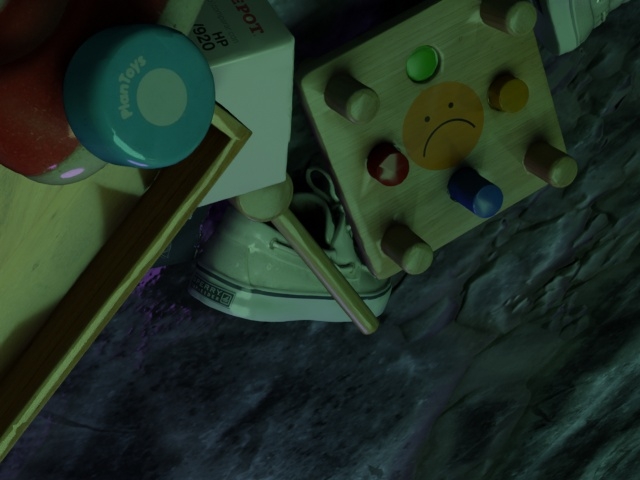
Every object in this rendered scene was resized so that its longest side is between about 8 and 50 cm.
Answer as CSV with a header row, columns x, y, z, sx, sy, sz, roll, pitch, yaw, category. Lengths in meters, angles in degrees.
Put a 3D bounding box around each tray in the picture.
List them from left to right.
x,y,z,sx,sy,sz,roll,pitch,yaw,category
-0.256,0.021,0.889,0.203,0.076,0.411,35,94,-35,tray

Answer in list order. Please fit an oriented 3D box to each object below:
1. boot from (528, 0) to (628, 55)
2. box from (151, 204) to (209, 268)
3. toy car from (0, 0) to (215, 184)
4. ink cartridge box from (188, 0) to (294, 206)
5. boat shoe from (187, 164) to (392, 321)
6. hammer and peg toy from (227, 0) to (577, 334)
x,y,z,sx,sy,sz,roll,pitch,yaw,category
0.264,-0.299,1.259,0.123,0.095,0.258,-38,156,-1,boot
-0.195,-0.048,1.198,0.158,0.093,0.156,-12,143,-30,box
-0.181,-0.164,0.649,0.238,0.219,0.210,30,79,-37,toy car
-0.161,-0.131,1.041,0.232,0.171,0.168,-19,145,-19,ink cartridge box
-0.008,-0.003,1.385,0.367,0.135,0.157,4,109,-58,boat shoe
0.077,-0.087,1.245,0.361,0.127,0.266,-31,122,-11,hammer and peg toy
